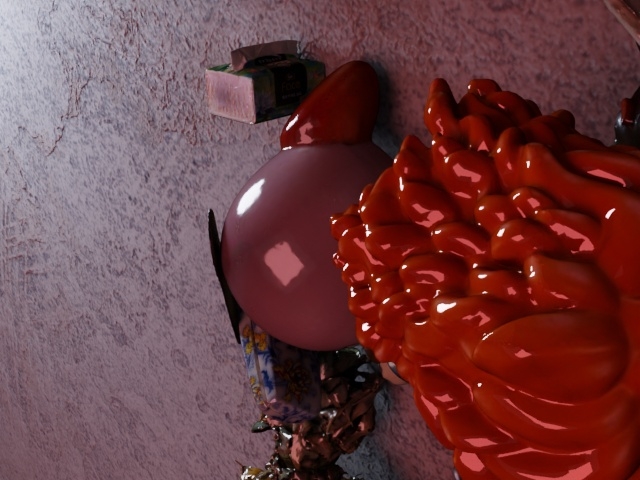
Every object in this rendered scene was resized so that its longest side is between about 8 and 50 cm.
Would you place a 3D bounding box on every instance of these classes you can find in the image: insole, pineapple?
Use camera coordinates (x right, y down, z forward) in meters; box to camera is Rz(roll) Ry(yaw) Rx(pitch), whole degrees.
[{"bbox_3d":[-0.104,0.051,0.947,0.253,0.005,0.086,83,180,-60],"label":"insole"},{"bbox_3d":[-0.003,0.257,1.035,0.262,0.262,0.272,15,96,43],"label":"pineapple"}]

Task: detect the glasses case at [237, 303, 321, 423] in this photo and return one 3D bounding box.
[{"bbox_3d":[-0.051,0.096,0.979,0.065,0.087,0.248,-39,45,32],"label":"glasses case"}]

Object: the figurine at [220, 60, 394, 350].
[{"bbox_3d":[-0.008,-0.004,0.879,0.261,0.211,0.270,55,140,13],"label":"figurine"}]

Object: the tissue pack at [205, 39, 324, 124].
[{"bbox_3d":[-0.061,-0.181,0.931,0.085,0.111,0.079,20,120,41],"label":"tissue pack"}]

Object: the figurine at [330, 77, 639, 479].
[{"bbox_3d":[0.132,0.066,0.602,0.412,0.241,0.306,108,152,-65],"label":"figurine"}]

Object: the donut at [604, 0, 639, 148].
[{"bbox_3d":[0.216,-0.172,0.533,0.345,0.136,0.259,56,-177,5],"label":"donut"}]
